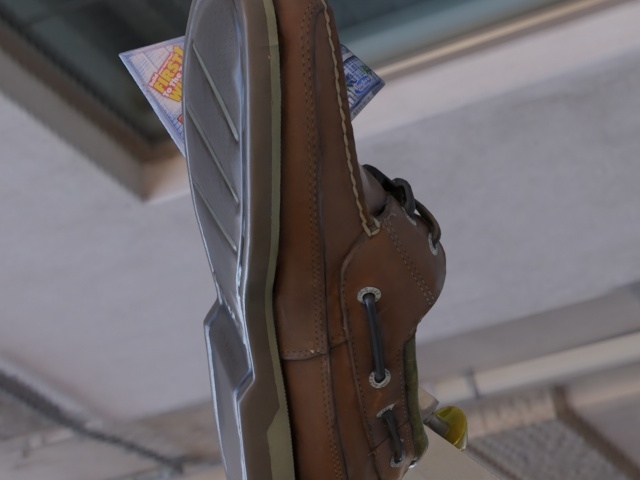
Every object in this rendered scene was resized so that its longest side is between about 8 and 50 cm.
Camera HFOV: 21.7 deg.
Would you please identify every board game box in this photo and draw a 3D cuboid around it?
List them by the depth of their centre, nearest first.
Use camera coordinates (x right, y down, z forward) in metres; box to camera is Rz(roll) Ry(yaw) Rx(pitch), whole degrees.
[{"bbox_3d":[-0.077,-0.140,1.532,0.194,0.194,0.060,42,-178,9],"label":"board game box"}]

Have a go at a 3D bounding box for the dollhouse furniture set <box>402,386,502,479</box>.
[{"bbox_3d":[0.091,0.299,1.250,0.198,0.303,0.286,45,170,-37],"label":"dollhouse furniture set"}]

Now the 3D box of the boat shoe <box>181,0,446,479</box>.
[{"bbox_3d":[0.000,0.000,0.779,0.111,0.104,0.307,-115,19,-47],"label":"boat shoe"}]
